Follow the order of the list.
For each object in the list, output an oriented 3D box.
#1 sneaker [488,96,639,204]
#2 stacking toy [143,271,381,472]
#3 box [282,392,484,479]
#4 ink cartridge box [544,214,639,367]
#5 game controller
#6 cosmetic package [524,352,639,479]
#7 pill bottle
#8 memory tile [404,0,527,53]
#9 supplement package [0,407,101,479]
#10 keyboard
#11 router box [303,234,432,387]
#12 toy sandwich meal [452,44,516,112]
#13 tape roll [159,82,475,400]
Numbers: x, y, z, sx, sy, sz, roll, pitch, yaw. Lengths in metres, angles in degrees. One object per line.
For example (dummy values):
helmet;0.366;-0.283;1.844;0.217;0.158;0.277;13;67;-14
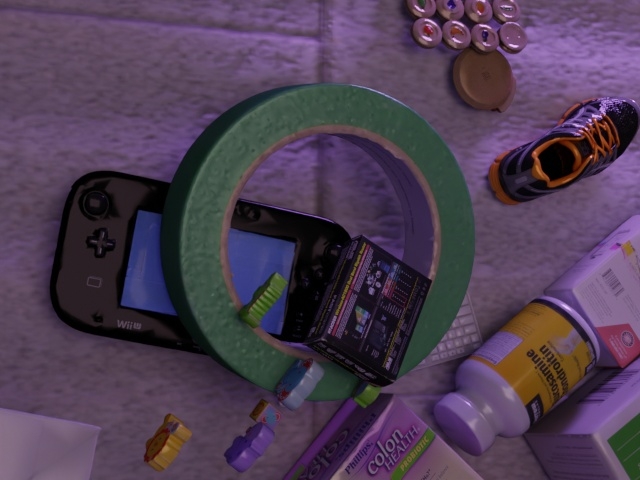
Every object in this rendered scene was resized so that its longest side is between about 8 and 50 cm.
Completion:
sneaker;0.298;-0.105;1.714;0.215;0.083;0.084;-32;96;-23
stacking toy;-0.044;0.168;1.440;0.167;0.052;0.221;39;81;-20
box;0.074;0.319;1.564;0.243;0.117;0.213;44;71;-14
ink cartridge box;0.375;0.046;1.740;0.198;0.067;0.115;-37;100;-20
game controller;-0.118;0.034;1.533;0.319;0.067;0.166;12;75;-20
cosmetic package;0.422;0.317;1.688;0.197;0.155;0.365;-36;98;-22
pill bottle;0.215;0.153;1.644;0.184;0.103;0.103;-40;100;-21
memory tile;0.164;-0.266;1.695;0.148;0.012;0.113;0;69;-23
supplement package;-0.314;0.250;1.363;0.149;0.203;0.194;15;79;-20
keyboard;0.062;0.117;1.633;0.256;0.014;0.072;-13;90;-23
router box;0.047;0.070;1.452;0.092;0.038;0.122;34;62;-21
toy sandwich meal;0.187;-0.186;1.705;0.086;0.029;0.085;3;82;-20
tape roll;0.000;0.000;1.510;0.321;0.077;0.321;-2;96;-21
